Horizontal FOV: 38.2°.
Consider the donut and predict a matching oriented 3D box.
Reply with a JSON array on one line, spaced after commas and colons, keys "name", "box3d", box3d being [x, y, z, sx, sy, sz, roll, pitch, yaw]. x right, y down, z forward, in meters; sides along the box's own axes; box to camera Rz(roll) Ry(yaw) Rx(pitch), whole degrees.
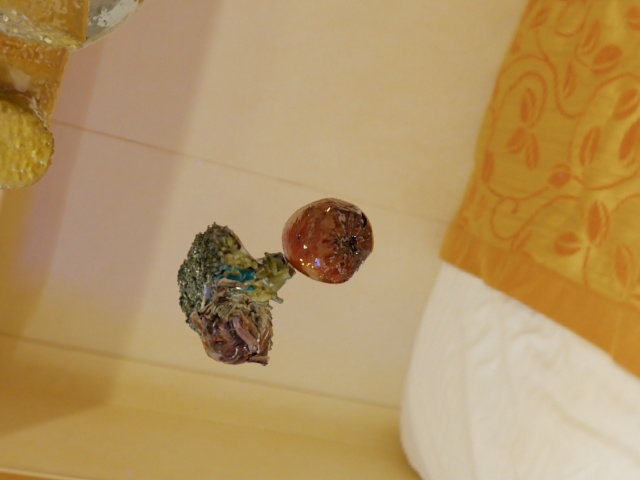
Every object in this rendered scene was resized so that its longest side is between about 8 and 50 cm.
[{"name": "donut", "box3d": [-0.176, -0.117, 0.535, 0.146, 0.078, 0.181, -98, 22, -46]}]

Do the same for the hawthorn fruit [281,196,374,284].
[{"name": "hawthorn fruit", "box3d": [0.004, 0.001, 0.747, 0.077, 0.077, 0.077, -167, 90, -72]}]

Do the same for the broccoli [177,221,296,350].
[{"name": "broccoli", "box3d": [-0.099, 0.059, 1.156, 0.167, 0.160, 0.154, 56, 155, 9]}]

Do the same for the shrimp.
[{"name": "shrimp", "box3d": [-0.079, 0.076, 0.839, 0.190, 0.074, 0.073, 44, -119, -74]}]

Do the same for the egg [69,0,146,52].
[{"name": "egg", "box3d": [-0.340, -0.329, 0.934, 0.287, 0.379, 0.288, -177, 90, -66]}]
